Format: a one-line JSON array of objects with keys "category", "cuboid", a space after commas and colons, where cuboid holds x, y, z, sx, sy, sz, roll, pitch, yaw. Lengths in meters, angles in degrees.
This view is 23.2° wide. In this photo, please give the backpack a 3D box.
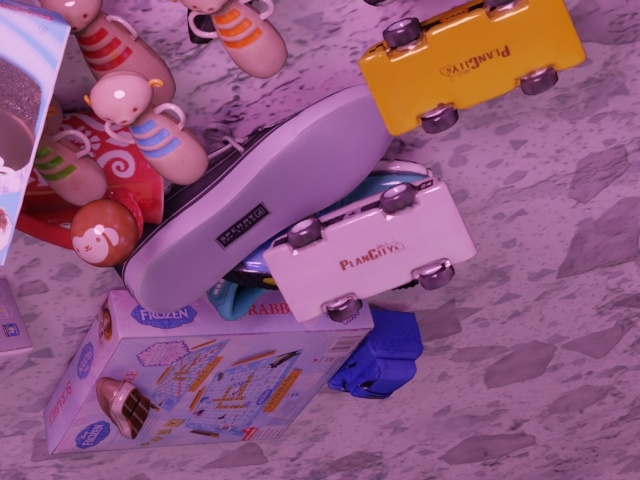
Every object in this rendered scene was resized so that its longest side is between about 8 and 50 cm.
[{"category": "backpack", "cuboid": [0.057, 0.149, 1.952, 0.098, 0.101, 0.120, 12, 146, -32]}]

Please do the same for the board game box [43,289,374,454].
[{"category": "board game box", "cuboid": [-0.143, 0.158, 1.894, 0.318, 0.066, 0.318, 0, 149, -27]}]

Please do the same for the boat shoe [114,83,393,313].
[{"category": "boat shoe", "cuboid": [-0.068, -0.058, 1.482, 0.306, 0.105, 0.113, -41, 140, 1]}]

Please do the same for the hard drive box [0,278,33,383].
[{"category": "hard drive box", "cuboid": [-0.444, 0.130, 1.606, 0.232, 0.089, 0.181, -7, 154, -44]}]

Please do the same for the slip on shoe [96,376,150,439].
[{"category": "slip on shoe", "cuboid": [-0.229, 0.191, 1.799, 0.041, 0.051, 0.135, 24, 164, 12]}]

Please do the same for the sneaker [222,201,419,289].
[{"category": "sneaker", "cuboid": [-0.004, 0.005, 1.540, 0.209, 0.082, 0.069, 0, 168, -5]}]

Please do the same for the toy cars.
[{"category": "toy cars", "cuboid": [0.091, -0.085, 1.425, 0.176, 0.087, 0.393, 25, 114, -6]}]

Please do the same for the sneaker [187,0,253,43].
[{"category": "sneaker", "cuboid": [-0.046, -0.215, 1.255, 0.089, 0.051, 0.170, 1, 145, -21]}]

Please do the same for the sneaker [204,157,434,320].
[{"category": "sneaker", "cuboid": [0.000, 0.000, 1.625, 0.275, 0.110, 0.107, -25, 152, 16]}]

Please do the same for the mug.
[{"category": "mug", "cuboid": [-0.227, -0.058, 1.372, 0.169, 0.150, 0.113, -5, 108, -12]}]

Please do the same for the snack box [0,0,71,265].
[{"category": "snack box", "cuboid": [-0.356, -0.108, 1.092, 0.322, 0.060, 0.187, 13, 104, -20]}]

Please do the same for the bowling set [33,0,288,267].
[{"category": "bowling set", "cuboid": [-0.169, -0.097, 1.205, 0.287, 0.200, 0.154, -16, 144, 19]}]

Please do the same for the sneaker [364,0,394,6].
[{"category": "sneaker", "cuboid": [0.111, -0.261, 1.216, 0.097, 0.084, 0.234, 2, 148, -33]}]
